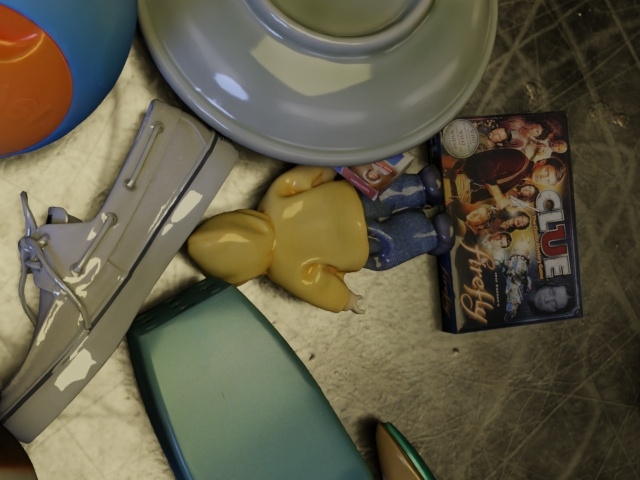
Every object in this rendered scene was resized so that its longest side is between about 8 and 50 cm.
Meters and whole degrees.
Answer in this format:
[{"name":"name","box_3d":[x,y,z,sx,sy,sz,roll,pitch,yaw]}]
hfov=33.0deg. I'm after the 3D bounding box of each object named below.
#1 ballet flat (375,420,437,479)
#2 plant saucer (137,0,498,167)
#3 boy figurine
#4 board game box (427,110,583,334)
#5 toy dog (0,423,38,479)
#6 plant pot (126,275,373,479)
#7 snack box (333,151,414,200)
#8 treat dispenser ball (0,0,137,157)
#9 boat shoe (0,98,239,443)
[{"name":"ballet flat","box_3d":[0.121,0.305,1.208,0.073,0.080,0.232,-41,100,3]},{"name":"plant saucer","box_3d":[0.009,-0.279,1.114,0.400,0.100,0.401,3,77,-12]},{"name":"boy figurine","box_3d":[0.000,0.000,1.155,0.285,0.092,0.177,-13,78,-14]},{"name":"board game box","box_3d":[0.213,-0.023,1.248,0.165,0.042,0.243,-6,92,-17]},{"name":"toy dog","box_3d":[-0.437,0.246,0.888,0.407,0.395,0.285,-12,85,-7]},{"name":"plant pot","box_3d":[-0.091,0.164,1.089,0.165,0.165,0.234,-29,101,-14]},{"name":"snack box","box_3d":[0.011,-0.119,1.155,0.178,0.022,0.064,40,62,12]},{"name":"treat dispenser ball","box_3d":[-0.309,-0.216,0.966,0.288,0.288,0.288,0,90,-16]},{"name":"boat shoe","box_3d":[-0.238,0.011,1.068,0.156,0.136,0.367,36,78,-14]}]
